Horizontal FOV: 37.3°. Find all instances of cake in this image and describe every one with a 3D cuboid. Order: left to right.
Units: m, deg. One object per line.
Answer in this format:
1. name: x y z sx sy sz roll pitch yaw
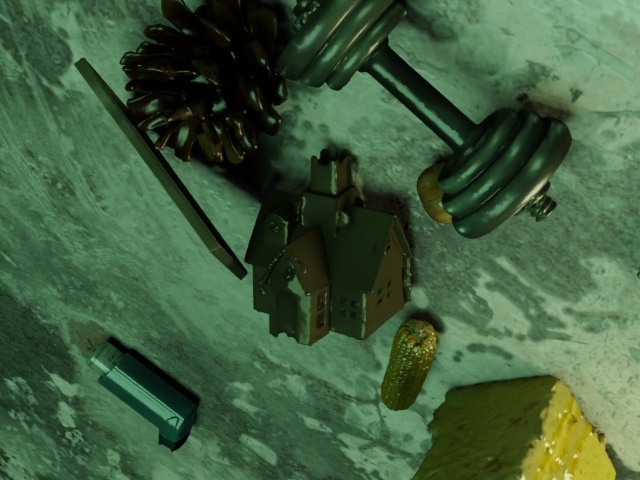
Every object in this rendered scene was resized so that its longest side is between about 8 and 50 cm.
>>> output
1. cake: 0.308 0.386 1.448 0.227 0.222 0.286 -15 118 43

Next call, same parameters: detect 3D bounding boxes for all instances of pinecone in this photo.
1. pinecone: -0.149 -0.206 1.212 0.229 0.201 0.202 60 159 9

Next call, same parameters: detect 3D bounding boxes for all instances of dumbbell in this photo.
1. dumbbell: 0.117 -0.164 1.101 0.406 0.179 0.179 41 138 -6

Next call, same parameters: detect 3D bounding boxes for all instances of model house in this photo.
1. model house: 0.000 0.000 1.334 0.211 0.204 0.243 13 116 26

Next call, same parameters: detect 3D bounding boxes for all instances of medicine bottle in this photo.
1. medicine bottle: -0.356 0.310 1.915 0.258 0.079 0.124 39 139 -3

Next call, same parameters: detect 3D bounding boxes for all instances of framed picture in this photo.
1. framed picture: -0.215 -0.091 1.328 0.324 0.020 0.240 53 177 10

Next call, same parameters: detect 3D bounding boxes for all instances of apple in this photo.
1. apple: 0.166 -0.063 1.236 0.071 0.084 0.084 -24 115 14

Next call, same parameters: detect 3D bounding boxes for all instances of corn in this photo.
1. corn: 0.139 0.198 1.499 0.068 0.068 0.207 23 136 14

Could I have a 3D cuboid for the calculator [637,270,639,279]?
1. calculator: 0.446 0.015 1.169 0.094 0.019 0.141 29 138 4
